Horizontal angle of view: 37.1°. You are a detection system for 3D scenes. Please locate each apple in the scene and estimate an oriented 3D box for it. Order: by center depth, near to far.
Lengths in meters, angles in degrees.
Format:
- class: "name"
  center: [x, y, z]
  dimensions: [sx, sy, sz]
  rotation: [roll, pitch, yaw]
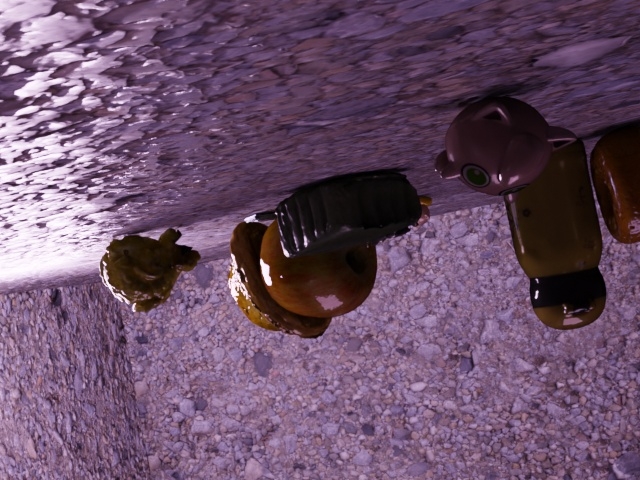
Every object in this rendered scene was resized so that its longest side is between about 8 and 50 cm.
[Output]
- class: "apple"
  center: [-0.014, 0.043, 2.088]
  dimensions: [0.264, 0.264, 0.264]
  rotation: [-11, 178, 0]

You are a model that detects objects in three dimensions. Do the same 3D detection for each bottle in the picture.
- class: "bottle"
  center: [0.447, -0.004, 1.816]
  dimensions: [0.172, 0.351, 0.171]
  rotation: [-10, 178, 0]

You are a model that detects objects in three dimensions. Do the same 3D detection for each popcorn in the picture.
- class: "popcorn"
  center: [-0.375, 0.051, 2.056]
  dimensions: [0.195, 0.168, 0.173]
  rotation: [-48, 173, -21]

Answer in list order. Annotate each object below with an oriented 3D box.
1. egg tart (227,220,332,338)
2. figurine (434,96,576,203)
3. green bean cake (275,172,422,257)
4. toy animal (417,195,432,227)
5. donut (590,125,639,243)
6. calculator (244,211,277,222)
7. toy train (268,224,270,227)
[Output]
- class: "egg tart"
  center: [-0.110, 0.109, 2.263]
  dimensions: [0.129, 0.341, 0.341]
  rotation: [-42, 163, 25]
- class: "figurine"
  center: [0.205, -0.105, 1.095]
  dimensions: [0.125, 0.125, 0.138]
  rotation: [-9, 166, -35]
- class: "green bean cake"
  center: [0.056, -0.051, 1.757]
  dimensions: [0.222, 0.125, 0.227]
  rotation: [-6, 173, -41]
- class: "toy animal"
  center: [0.249, -0.073, 2.567]
  dimensions: [0.091, 0.082, 0.114]
  rotation: [-9, 178, -20]
- class: "donut"
  center: [0.569, -0.102, 1.734]
  dimensions: [0.114, 0.226, 0.226]
  rotation: [-15, 177, 6]
- class: "calculator"
  center: [-0.089, -0.059, 2.177]
  dimensions: [0.172, 0.018, 0.057]
  rotation: [-11, 180, -39]
- class: "toy train"
  center: [0.000, 0.000, 2.595]
  dimensions: [0.369, 0.150, 0.237]
  rotation: [-11, 172, -45]
